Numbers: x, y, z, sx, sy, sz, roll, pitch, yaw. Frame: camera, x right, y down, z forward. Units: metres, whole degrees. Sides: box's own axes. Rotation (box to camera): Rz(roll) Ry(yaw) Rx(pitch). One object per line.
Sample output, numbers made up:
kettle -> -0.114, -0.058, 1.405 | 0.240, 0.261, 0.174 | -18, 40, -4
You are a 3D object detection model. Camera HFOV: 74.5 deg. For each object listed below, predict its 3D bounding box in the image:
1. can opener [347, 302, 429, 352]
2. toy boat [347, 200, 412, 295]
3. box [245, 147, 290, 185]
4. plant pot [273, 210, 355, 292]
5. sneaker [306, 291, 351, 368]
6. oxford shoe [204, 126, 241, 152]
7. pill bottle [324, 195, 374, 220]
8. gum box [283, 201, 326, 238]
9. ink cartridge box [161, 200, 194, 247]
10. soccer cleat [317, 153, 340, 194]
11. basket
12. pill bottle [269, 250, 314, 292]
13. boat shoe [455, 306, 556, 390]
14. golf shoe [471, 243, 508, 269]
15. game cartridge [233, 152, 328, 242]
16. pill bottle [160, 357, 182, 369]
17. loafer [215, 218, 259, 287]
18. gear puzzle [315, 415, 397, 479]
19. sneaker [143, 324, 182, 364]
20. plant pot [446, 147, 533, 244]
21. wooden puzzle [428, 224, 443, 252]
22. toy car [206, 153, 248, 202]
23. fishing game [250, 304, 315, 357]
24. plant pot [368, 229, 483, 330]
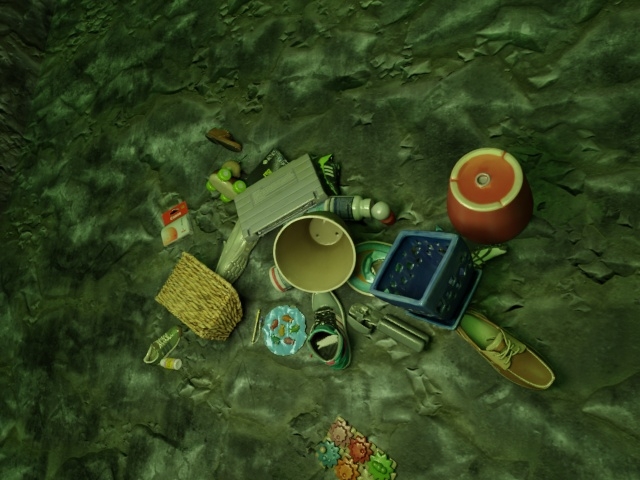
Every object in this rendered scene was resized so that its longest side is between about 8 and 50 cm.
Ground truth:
can opener -> 0.218, 0.299, 1.413 | 0.284, 0.076, 0.095 | 26, 120, 26
toy boat -> 0.195, 0.031, 1.435 | 0.268, 0.148, 0.318 | 6, 80, 25
box -> -0.192, -0.259, 1.737 | 0.184, 0.045, 0.190 | -44, 63, 5
plant pot -> 0.000, 0.000, 1.418 | 0.257, 0.274, 0.256 | 3, 111, 8
sneaker -> 0.014, 0.290, 1.425 | 0.124, 0.178, 0.295 | -21, 70, 12
oxford shoe -> -0.424, -0.456, 1.877 | 0.212, 0.076, 0.076 | 31, 79, 26
pill bottle -> 0.107, -0.118, 1.542 | 0.170, 0.094, 0.094 | 2, 77, 24
gum box -> -0.055, -0.073, 1.631 | 0.185, 0.041, 0.156 | -5, 75, 22
ink cartridge box -> -0.655, -0.078, 1.894 | 0.145, 0.045, 0.179 | -28, 70, 14
soccer cleat -> 0.048, -0.258, 1.625 | 0.072, 0.060, 0.178 | -28, 65, 14
basket -> -0.433, 0.217, 1.627 | 0.299, 0.213, 0.223 | 28, 86, 28
pill bottle -> -0.088, 0.112, 1.561 | 0.180, 0.108, 0.107 | -26, 68, 16
boat shoe -> 0.520, 0.314, 1.236 | 0.324, 0.120, 0.122 | 36, 93, 27
golf shoe -> 0.501, 0.067, 1.342 | 0.198, 0.077, 0.093 | -17, 81, 26
game cartridge -> -0.159, -0.166, 1.617 | 0.355, 0.068, 0.230 | -28, 51, 12
pill bottle -> -0.614, 0.504, 1.725 | 0.083, 0.043, 0.043 | -2, 76, 23
loafer -> -0.345, 0.043, 1.697 | 0.112, 0.112, 0.319 | 23, 79, 32
gear puzzle -> 0.139, 0.734, 1.336 | 0.339, 0.044, 0.175 | 31, 90, 27
sneaker -> -0.654, 0.434, 1.736 | 0.064, 0.086, 0.192 | 35, 92, 27
plant pot -> 0.510, -0.146, 1.291 | 0.275, 0.243, 0.274 | -6, 74, 23
wooden puzzle -> 0.387, 0.012, 1.433 | 0.079, 0.014, 0.116 | 37, 93, 22
toy car -> -0.365, -0.279, 1.775 | 0.155, 0.149, 0.188 | -20, 37, 52
fishing game -> -0.136, 0.331, 1.563 | 0.264, 0.041, 0.189 | 10, 80, 23
plant pot -> 0.327, 0.123, 1.257 | 0.236, 0.212, 0.235 | 9, 64, 57
